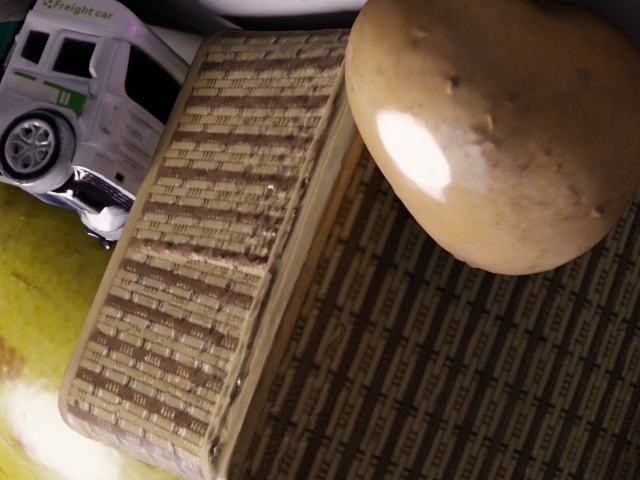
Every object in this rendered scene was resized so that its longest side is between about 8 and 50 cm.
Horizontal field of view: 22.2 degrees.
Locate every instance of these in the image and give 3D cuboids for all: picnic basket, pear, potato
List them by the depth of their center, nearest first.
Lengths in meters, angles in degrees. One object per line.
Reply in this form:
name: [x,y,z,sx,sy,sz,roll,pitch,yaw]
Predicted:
potato: [0.071,-0.047,0.628,0.112,0.112,0.147,11,160,40]
picnic basket: [0.070,0.050,0.801,0.313,0.228,0.175,27,171,-34]
pear: [-0.091,0.048,0.977,0.283,0.283,0.283,19,171,3]

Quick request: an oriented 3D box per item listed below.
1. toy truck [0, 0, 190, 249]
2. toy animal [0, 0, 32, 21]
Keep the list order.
toy truck: [-0.190,-0.085,0.851,0.253,0.124,0.114,13,169,24]
toy animal: [-0.287,-0.148,0.747,0.343,0.106,0.168,7,164,39]
